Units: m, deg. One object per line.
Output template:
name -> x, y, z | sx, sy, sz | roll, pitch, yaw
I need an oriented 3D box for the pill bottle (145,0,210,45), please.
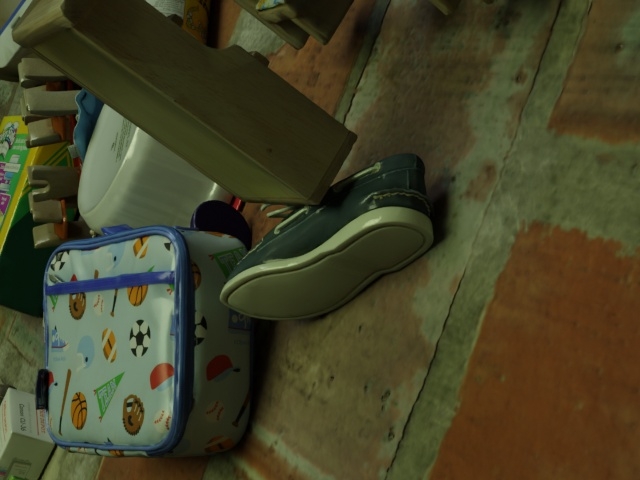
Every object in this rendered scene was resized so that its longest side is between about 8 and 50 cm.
pill bottle -> -0.209, -0.275, 1.652 | 0.117, 0.117, 0.208 | -42, 36, 44

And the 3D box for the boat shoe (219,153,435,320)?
boat shoe -> 0.000, 0.000, 1.067 | 0.254, 0.095, 0.079 | -34, 45, 49

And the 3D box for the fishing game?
fishing game -> -0.291, -0.143, 1.621 | 0.189, 0.041, 0.264 | -45, -45, -73

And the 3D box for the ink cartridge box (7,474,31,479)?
ink cartridge box -> -0.376, 0.442, 1.483 | 0.189, 0.097, 0.255 | -45, 34, 41

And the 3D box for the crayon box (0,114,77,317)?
crayon box -> -0.506, -0.053, 2.089 | 0.363, 0.106, 0.313 | 11, 80, 64

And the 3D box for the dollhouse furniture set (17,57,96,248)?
dollhouse furniture set -> -0.363, -0.161, 1.805 | 0.262, 0.135, 0.259 | 100, 159, -44

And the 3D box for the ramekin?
ramekin -> -0.191, -0.107, 1.477 | 0.273, 0.127, 0.273 | -48, 31, 42

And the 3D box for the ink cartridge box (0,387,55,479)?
ink cartridge box -> -0.426, 0.289, 1.724 | 0.198, 0.067, 0.115 | -61, 26, 16

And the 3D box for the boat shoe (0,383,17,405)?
boat shoe -> -0.560, 0.289, 1.940 | 0.324, 0.116, 0.097 | -21, 49, 53

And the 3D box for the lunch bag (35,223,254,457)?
lunch bag -> -0.190, 0.098, 1.270 | 0.303, 0.115, 0.243 | -6, 83, 50

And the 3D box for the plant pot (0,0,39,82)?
plant pot -> -0.463, -0.399, 2.079 | 0.280, 0.323, 0.323 | 31, 100, 47

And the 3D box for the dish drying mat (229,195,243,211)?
dish drying mat -> -0.082, -0.073, 1.383 | 0.032, 0.008, 0.083 | 24, 94, 65

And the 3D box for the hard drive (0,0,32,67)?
hard drive -> -0.310, -0.367, 1.777 | 0.318, 0.040, 0.210 | -37, 4, -37

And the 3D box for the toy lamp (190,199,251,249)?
toy lamp -> -0.177, 0.049, 1.403 | 0.274, 0.080, 0.080 | -41, 38, 42

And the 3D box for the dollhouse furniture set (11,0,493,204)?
dollhouse furniture set -> -0.034, -0.264, 1.047 | 0.394, 0.256, 0.362 | -60, 24, -12
